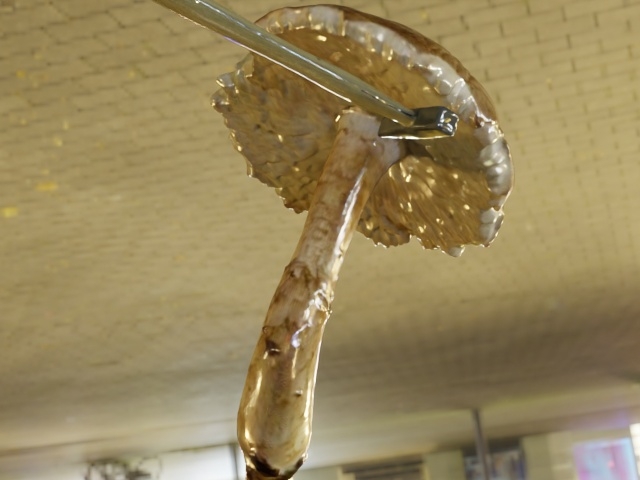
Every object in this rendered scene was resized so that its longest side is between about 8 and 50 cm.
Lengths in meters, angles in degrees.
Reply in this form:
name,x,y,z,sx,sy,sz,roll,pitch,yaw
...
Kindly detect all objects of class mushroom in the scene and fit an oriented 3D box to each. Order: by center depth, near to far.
name,x,y,z,sx,sy,sz,roll,pitch,yaw
mushroom,0.033,-0.009,0.867,0.208,0.302,0.233,-5,151,-3

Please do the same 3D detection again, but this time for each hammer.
name,x,y,z,sx,sy,sz,roll,pitch,yaw
hammer,-0.032,-0.090,0.552,0.199,0.013,0.062,25,171,-24
